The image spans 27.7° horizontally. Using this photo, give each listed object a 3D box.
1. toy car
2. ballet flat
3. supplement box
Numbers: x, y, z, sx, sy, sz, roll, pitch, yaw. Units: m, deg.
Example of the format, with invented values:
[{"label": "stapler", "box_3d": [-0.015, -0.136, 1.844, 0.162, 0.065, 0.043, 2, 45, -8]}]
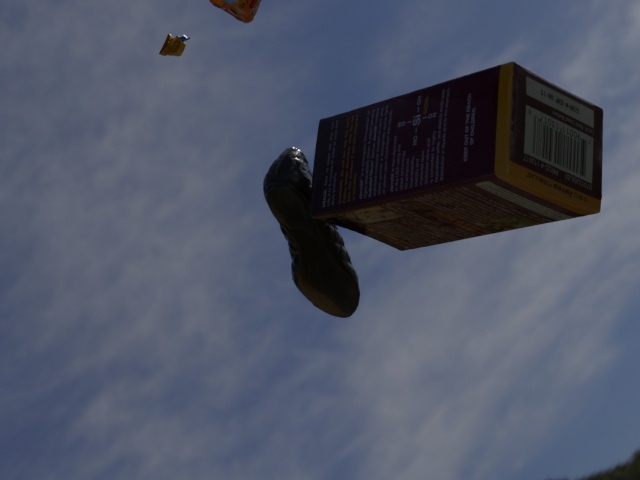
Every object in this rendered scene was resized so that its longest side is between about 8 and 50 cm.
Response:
[{"label": "toy car", "box_3d": [-0.102, -0.215, 1.308, 0.122, 0.040, 0.060, -54, -51, -15]}, {"label": "ballet flat", "box_3d": [0.000, 0.000, 1.031, 0.173, 0.057, 0.049, 70, -147, -43]}, {"label": "supplement box", "box_3d": [0.094, -0.054, 0.920, 0.104, 0.188, 0.081, 19, -111, -40]}]
